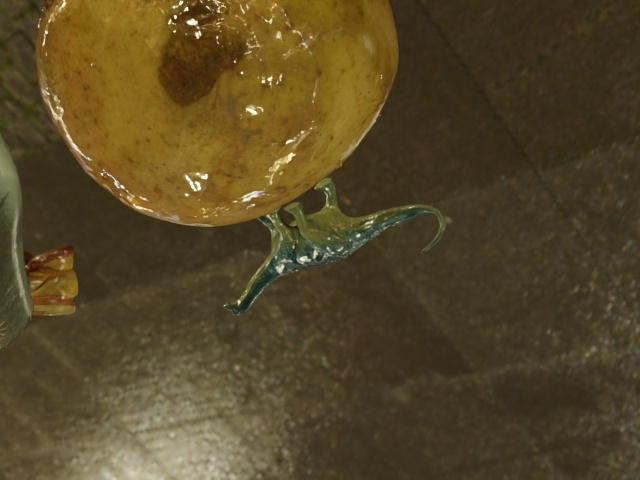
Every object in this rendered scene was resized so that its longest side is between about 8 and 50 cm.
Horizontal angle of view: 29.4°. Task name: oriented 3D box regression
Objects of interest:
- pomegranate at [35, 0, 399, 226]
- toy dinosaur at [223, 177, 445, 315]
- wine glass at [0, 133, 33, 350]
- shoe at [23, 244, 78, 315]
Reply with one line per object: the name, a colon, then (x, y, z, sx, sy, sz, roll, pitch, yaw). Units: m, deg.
pomegranate: (-0.078, -0.148, 0.960, 0.281, 0.281, 0.281, 20, 139, 19)
toy dinosaur: (-0.009, -0.007, 1.738, 0.363, 0.076, 0.147, -22, 114, 18)
wine glass: (-0.213, -0.036, 0.646, 0.103, 0.103, 0.222, 17, 135, 22)
shoe: (-0.263, 0.030, 1.092, 0.109, 0.072, 0.069, 14, 96, 39)
